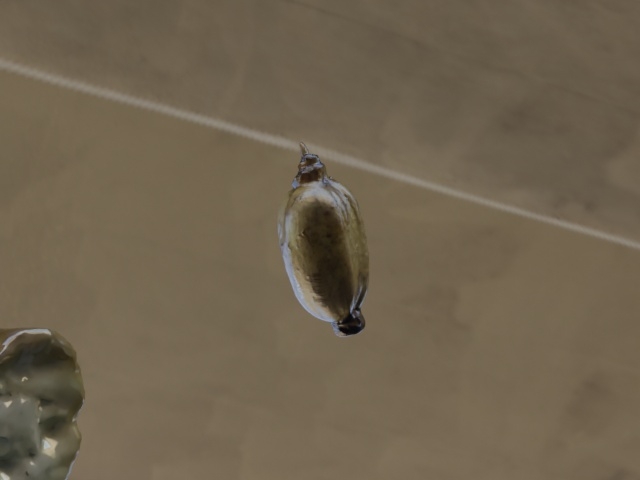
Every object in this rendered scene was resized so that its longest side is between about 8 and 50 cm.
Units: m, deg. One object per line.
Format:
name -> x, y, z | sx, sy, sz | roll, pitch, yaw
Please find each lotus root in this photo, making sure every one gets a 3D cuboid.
lotus root -> 0.000, 0.000, 1.175 | 0.072, 0.063, 0.152 | -21, -76, -47

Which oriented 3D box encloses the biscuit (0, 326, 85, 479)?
biscuit -> -0.286, 0.268, 0.745 | 0.104, 0.446, 0.429 | 23, -113, -39
